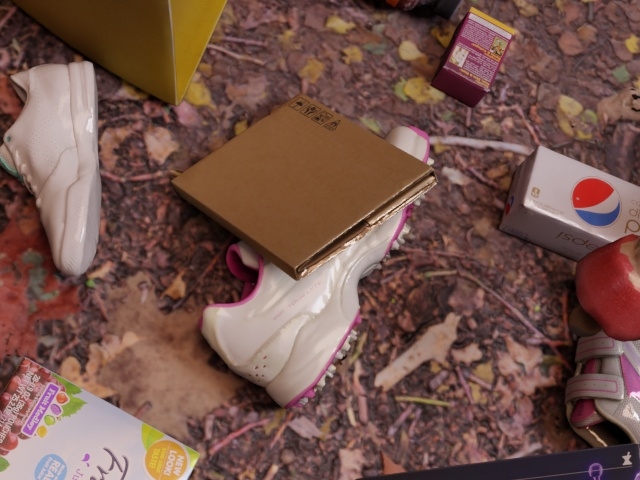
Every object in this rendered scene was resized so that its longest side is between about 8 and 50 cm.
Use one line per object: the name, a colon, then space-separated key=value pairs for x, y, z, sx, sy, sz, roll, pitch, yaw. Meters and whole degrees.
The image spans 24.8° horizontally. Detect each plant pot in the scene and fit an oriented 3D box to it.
plant pot: x=-0.184 y=-0.288 z=1.352 sx=0.187 sy=0.212 sz=0.212 roll=19 pitch=66 yaw=5

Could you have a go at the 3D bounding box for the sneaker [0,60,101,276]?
sneaker: x=-0.248 y=-0.063 z=1.320 sx=0.094 sy=0.080 sz=0.212 roll=-3 pitch=64 yaw=-5

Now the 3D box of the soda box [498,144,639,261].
soda box: x=0.293 y=-0.014 z=1.452 sx=0.216 sy=0.069 sz=0.074 roll=22 pitch=65 yaw=-8

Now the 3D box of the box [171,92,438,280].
box: x=-0.019 y=-0.054 z=1.329 sx=0.164 sy=0.021 sz=0.201 roll=-36 pitch=43 yaw=-20

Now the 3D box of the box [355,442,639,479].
box: x=0.165 y=0.279 z=1.205 sx=0.103 sy=0.261 sz=0.184 roll=33 pitch=51 yaw=-52

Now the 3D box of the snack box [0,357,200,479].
snack box: x=-0.225 y=0.231 z=1.210 sx=0.174 sy=0.070 sz=0.207 roll=30 pitch=66 yaw=-3

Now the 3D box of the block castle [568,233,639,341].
block castle: x=0.443 y=0.059 z=1.319 sx=0.453 sy=0.213 sz=0.303 roll=-28 pitch=81 yaw=-48

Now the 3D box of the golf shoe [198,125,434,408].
golf shoe: x=0.000 y=0.000 z=1.341 sx=0.140 sy=0.115 sz=0.306 roll=29 pitch=64 yaw=0

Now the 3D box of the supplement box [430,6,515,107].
supplement box: x=0.157 y=-0.188 z=1.491 sx=0.055 sy=0.043 sz=0.083 roll=29 pitch=64 yaw=-5

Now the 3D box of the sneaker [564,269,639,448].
sneaker: x=0.285 y=0.132 z=1.377 sx=0.111 sy=0.103 sz=0.252 roll=-10 pitch=73 yaw=-21

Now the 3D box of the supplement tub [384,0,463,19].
supplement tub: x=0.065 y=-0.304 z=1.474 sx=0.198 sy=0.106 sz=0.106 roll=31 pitch=65 yaw=-3
